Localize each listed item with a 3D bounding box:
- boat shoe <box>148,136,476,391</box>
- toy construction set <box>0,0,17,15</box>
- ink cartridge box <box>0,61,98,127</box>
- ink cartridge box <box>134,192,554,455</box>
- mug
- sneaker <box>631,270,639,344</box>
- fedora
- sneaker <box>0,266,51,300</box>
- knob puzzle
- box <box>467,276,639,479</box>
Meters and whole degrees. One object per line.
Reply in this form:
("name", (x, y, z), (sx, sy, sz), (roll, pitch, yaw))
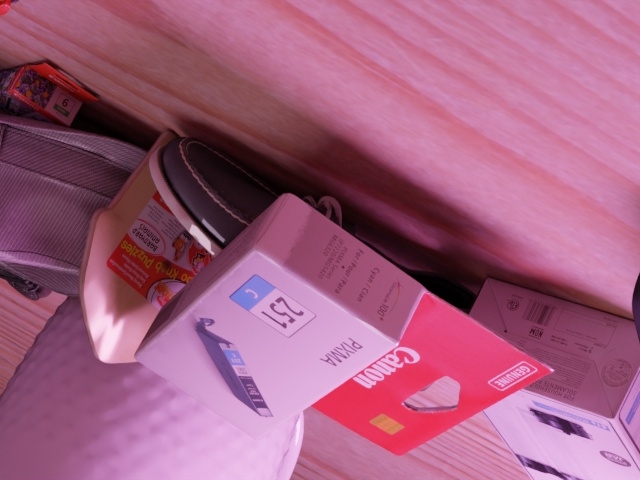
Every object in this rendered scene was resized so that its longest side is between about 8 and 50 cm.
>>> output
("boat shoe", (0.000, 0.000, 1.713), (0.319, 0.116, 0.099), (38, 118, -10))
("toy construction set", (-0.291, -0.239, 1.306), (0.215, 0.151, 0.328), (6, 176, -15))
("ink cartridge box", (-0.249, -0.127, 1.776), (0.063, 0.029, 0.115), (35, 163, -25))
("ink cartridge box", (0.010, 0.102, 1.659), (0.261, 0.066, 0.296), (33, 150, -9))
("mug", (-0.136, 0.179, 1.986), (0.276, 0.328, 0.374), (15, 160, 36))
("sneaker", (0.293, 0.082, 1.468), (0.097, 0.084, 0.234), (17, 160, 27))
("fedora", (-0.252, -0.025, 1.849), (0.275, 0.124, 0.244), (13, 168, 25))
("sneaker", (-0.318, 0.005, 2.179), (0.130, 0.087, 0.227), (33, 165, -23))
("knob puzzle", (-0.148, 0.023, 1.784), (0.030, 0.213, 0.213), (25, 166, 44))
("box", (0.239, 0.153, 1.752), (0.169, 0.087, 0.290), (18, 161, 30))
